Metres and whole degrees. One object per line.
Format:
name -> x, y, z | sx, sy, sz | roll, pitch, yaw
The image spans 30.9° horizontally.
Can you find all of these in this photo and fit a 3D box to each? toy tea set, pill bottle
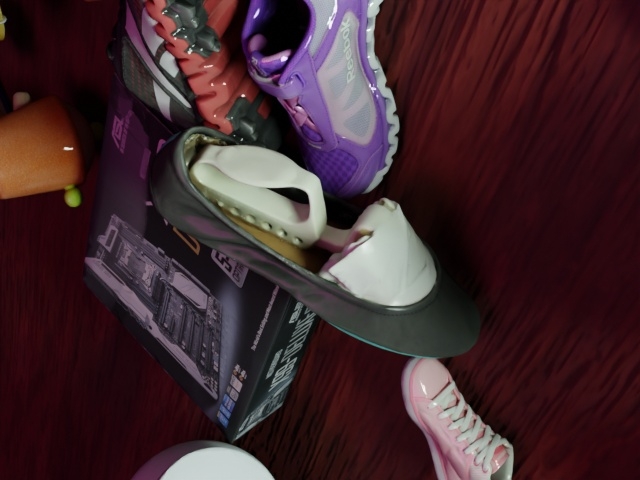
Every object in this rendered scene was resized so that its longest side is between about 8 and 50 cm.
toy tea set -> -0.309, -0.194, 1.149 | 0.200, 0.124, 0.336 | 37, 141, 54
pill bottle -> -0.127, 0.296, 1.177 | 0.169, 0.169, 0.301 | 53, 158, 7

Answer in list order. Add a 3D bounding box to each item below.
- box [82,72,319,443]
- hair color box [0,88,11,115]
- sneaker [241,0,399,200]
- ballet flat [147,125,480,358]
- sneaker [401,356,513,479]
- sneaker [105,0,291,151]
box -> -0.106, 0.012, 1.069 | 0.242, 0.076, 0.307 | 44, 143, 17
hair color box -> -0.491, -0.131, 1.397 | 0.339, 0.110, 0.185 | 1, 117, 51
sneaker -> -0.008, -0.124, 0.830 | 0.095, 0.104, 0.236 | 25, 136, 34
ballet flat -> 0.000, 0.000, 0.852 | 0.280, 0.095, 0.096 | 25, 145, 0
sneaker -> 0.117, 0.151, 0.933 | 0.070, 0.051, 0.134 | 2, 120, 47
sneaker -> -0.109, -0.167, 0.851 | 0.135, 0.097, 0.276 | 19, 154, 26
